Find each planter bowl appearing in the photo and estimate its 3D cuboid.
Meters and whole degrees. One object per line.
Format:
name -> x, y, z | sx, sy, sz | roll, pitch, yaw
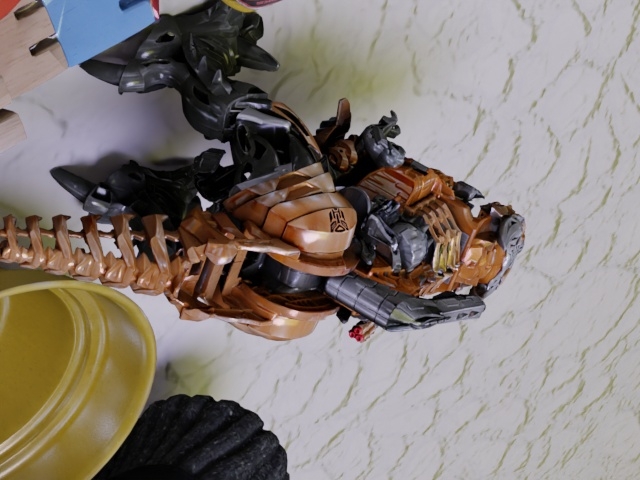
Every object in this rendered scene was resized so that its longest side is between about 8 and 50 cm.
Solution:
planter bowl -> -0.205, 0.077, 1.062 | 0.217, 0.090, 0.217 | -26, 144, -21

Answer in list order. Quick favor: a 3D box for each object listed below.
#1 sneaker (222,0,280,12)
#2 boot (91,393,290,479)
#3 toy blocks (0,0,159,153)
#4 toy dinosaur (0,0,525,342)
sneaker -> 0.025, -0.194, 1.072 | 0.225, 0.088, 0.093 | -23, 159, -30
boot -> -0.194, 0.235, 1.192 | 0.131, 0.348, 0.260 | 63, 26, -17
toy blocks -> -0.198, -0.166, 0.748 | 0.261, 0.190, 0.381 | -33, 119, -24
toy dinosaur -> -0.028, -0.021, 1.049 | 0.164, 0.218, 0.322 | -54, 143, 11
